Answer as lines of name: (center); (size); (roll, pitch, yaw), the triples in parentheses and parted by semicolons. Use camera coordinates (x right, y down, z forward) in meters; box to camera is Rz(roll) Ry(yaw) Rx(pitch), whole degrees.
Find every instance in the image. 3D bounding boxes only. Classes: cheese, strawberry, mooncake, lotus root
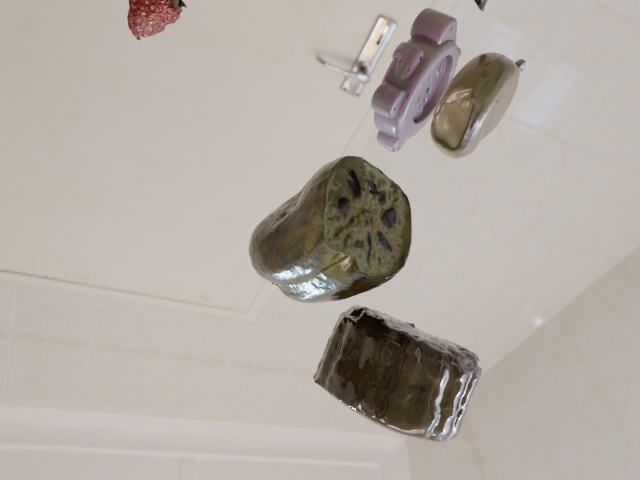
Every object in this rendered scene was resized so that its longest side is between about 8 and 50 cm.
cheese: (0.290, -0.248, 0.847); (0.082, 0.163, 0.286); (36, -134, 19)
strawberry: (-0.513, -0.698, 1.441); (0.098, 0.228, 0.175); (-19, -86, -56)
mooncake: (0.160, 0.262, 1.025); (0.323, 0.187, 0.324); (22, 180, 0)
lotus root: (0.000, 0.000, 0.983); (0.250, 0.346, 0.251); (14, -114, -34)

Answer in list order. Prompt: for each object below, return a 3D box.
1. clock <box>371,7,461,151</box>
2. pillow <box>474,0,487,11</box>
clock: (0.258, -0.425, 1.358); (0.113, 0.295, 0.322); (32, -101, 21)
pillow: (0.278, -0.483, 0.824); (0.055, 0.142, 0.208); (-8, -172, 9)
